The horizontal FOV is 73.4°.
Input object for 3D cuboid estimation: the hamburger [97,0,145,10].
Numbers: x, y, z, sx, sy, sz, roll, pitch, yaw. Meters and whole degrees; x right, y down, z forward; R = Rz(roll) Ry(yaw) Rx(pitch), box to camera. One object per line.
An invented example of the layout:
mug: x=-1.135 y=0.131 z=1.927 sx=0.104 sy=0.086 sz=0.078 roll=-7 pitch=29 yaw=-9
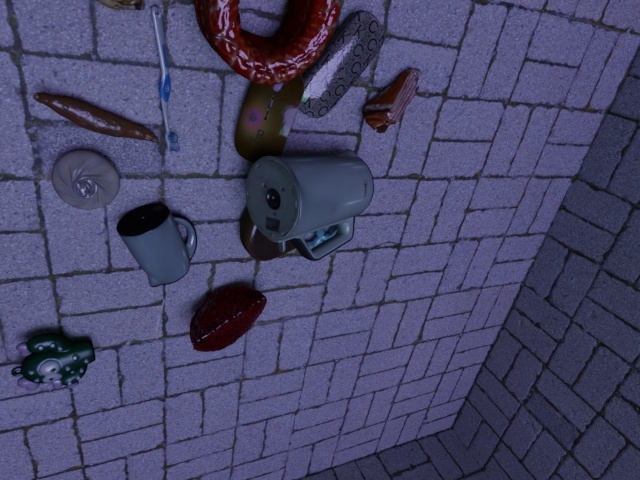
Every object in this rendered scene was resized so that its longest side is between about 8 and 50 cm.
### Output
hamburger: x=-0.501 y=-0.627 z=0.975 sx=0.156 sy=0.135 sz=0.207 roll=-21 pitch=145 yaw=6

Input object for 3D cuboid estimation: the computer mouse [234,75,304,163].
computer mouse: x=-0.159 y=-0.377 z=1.309 sx=0.158 sy=0.072 sz=0.310 roll=23 pitch=111 yaw=-3

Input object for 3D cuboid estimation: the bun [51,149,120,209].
bun: x=-0.651 y=-0.161 z=1.193 sx=0.173 sy=0.120 sz=0.172 roll=-12 pitch=125 yaw=-18

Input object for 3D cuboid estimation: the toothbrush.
toothbrush: x=-0.433 y=-0.432 z=1.185 sx=0.040 sy=0.040 sz=0.385 roll=-11 pitch=122 yaw=-22

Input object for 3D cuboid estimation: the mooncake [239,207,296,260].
mooncake: x=-0.177 y=-0.052 z=1.520 sx=0.235 sy=0.117 sz=0.234 roll=-12 pitch=119 yaw=-23

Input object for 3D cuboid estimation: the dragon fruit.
dragon fruit: x=-0.369 y=0.296 z=1.648 sx=0.317 sy=0.152 sz=0.205 roll=-32 pitch=150 yaw=-23

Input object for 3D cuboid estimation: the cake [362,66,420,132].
cake: x=0.249 y=-0.491 z=1.482 sx=0.287 sy=0.135 sz=0.098 roll=-49 pitch=128 yaw=-17

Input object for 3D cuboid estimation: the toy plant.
toy plant: x=-0.900 y=0.413 z=1.451 sx=0.243 sy=0.112 sz=0.232 roll=14 pitch=109 yaw=-40

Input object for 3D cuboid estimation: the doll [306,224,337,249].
doll: x=0.000 y=0.000 z=1.687 sx=0.160 sy=0.059 sz=0.158 roll=-2 pitch=121 yaw=-29

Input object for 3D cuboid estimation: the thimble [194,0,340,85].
thimble: x=-0.145 y=-0.597 z=1.094 sx=0.351 sy=0.230 sz=0.349 roll=-13 pitch=126 yaw=-19

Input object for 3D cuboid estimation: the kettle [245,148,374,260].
kettle: x=-0.017 y=-0.107 z=1.405 sx=0.377 sy=0.250 sz=0.360 roll=-17 pitch=110 yaw=-45

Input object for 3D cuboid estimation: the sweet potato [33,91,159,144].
sweet potato: x=-0.592 y=-0.318 z=1.155 sx=0.315 sy=0.066 sz=0.072 roll=20 pitch=117 yaw=-39

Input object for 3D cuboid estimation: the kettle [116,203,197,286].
kettle: x=-0.497 y=0.006 z=1.377 sx=0.221 sy=0.161 sz=0.236 roll=-47 pitch=139 yaw=-35

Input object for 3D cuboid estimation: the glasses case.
glasses case: x=0.056 y=-0.540 z=1.334 sx=0.137 sy=0.085 sz=0.354 roll=34 pitch=103 yaw=-37
